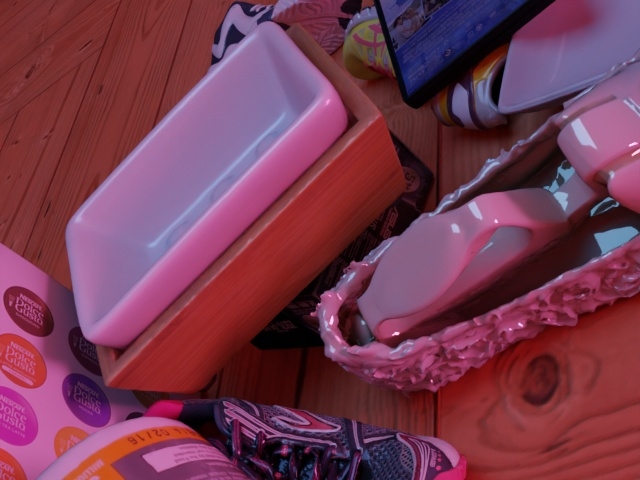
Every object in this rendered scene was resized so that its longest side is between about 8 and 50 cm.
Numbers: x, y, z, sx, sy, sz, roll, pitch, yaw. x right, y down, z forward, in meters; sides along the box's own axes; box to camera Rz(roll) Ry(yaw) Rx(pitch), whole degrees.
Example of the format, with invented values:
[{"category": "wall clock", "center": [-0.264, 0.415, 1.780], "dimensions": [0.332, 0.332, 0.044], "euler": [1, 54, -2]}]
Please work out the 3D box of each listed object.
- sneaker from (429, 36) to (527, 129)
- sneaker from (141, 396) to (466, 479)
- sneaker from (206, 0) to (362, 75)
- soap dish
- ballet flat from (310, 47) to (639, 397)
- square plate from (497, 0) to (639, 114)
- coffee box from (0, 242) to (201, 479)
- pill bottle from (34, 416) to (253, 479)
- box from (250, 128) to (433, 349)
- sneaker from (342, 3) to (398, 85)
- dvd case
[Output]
[{"category": "sneaker", "center": [0.173, -0.176, 0.939], "dimensions": [0.084, 0.069, 0.185], "euler": [14, 73, 47]}, {"category": "sneaker", "center": [-0.025, 0.174, 0.748], "dimensions": [0.299, 0.112, 0.120], "euler": [-8, 50, 47]}, {"category": "sneaker", "center": [-0.054, -0.267, 1.290], "dimensions": [0.235, 0.094, 0.153], "euler": [-44, 38, 28]}, {"category": "soap dish", "center": [-0.075, -0.029, 0.875], "dimensions": [0.291, 0.118, 0.229], "euler": [-44, 32, 7]}, {"category": "ballet flat", "center": [0.160, -0.017, 0.696], "dimensions": [0.409, 0.147, 0.147], "euler": [-38, 32, 23]}, {"category": "square plate", "center": [0.321, -0.259, 0.835], "dimensions": [0.344, 0.049, 0.347], "euler": [-15, 45, 39]}, {"category": "coffee box", "center": [-0.330, 0.229, 0.851], "dimensions": [0.338, 0.338, 0.334], "euler": [-37, 32, 21]}, {"category": "pill bottle", "center": [-0.048, 0.235, 0.595], "dimensions": [0.278, 0.162, 0.162], "euler": [32, 81, 37]}, {"category": "box", "center": [0.000, 0.000, 0.940], "dimensions": [0.147, 0.077, 0.180], "euler": [-11, 47, 46]}, {"category": "sneaker", "center": [0.083, -0.184, 1.045], "dimensions": [0.208, 0.082, 0.094], "euler": [-12, 66, 60]}, {"category": "dvd case", "center": [0.121, -0.260, 0.960], "dimensions": [0.180, 0.022, 0.253], "euler": [-38, 45, 30]}]
